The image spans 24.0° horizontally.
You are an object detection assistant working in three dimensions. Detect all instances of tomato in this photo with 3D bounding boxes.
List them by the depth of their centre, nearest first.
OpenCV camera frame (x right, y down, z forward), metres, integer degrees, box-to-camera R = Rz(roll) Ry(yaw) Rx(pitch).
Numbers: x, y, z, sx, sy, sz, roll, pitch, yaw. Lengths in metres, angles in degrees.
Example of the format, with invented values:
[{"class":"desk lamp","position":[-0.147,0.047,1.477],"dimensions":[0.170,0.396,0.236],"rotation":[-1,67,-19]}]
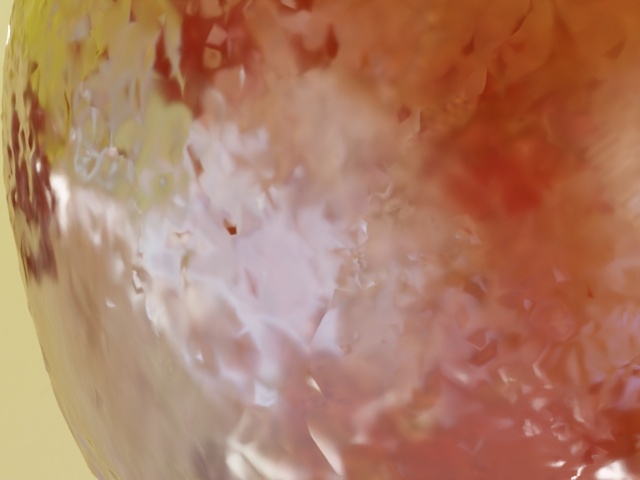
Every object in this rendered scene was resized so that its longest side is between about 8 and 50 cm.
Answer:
[{"class":"tomato","position":[-0.005,0.002,0.455],"dimensions":[0.176,0.290,0.335],"rotation":[-40,-160,-24]}]
